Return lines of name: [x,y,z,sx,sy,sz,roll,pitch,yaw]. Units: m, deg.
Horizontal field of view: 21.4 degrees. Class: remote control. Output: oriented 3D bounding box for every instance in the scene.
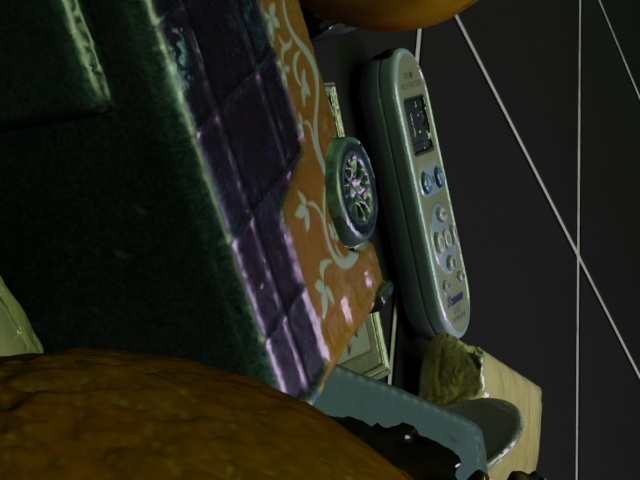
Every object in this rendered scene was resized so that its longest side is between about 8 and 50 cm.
remote control: [0.077,-0.036,1.389,0.087,0.047,0.244,-23,102,-64]

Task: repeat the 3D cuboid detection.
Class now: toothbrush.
toothbrush: [0.044,-0.191,1.402,0.030,0.030,0.297,68,23,-2]

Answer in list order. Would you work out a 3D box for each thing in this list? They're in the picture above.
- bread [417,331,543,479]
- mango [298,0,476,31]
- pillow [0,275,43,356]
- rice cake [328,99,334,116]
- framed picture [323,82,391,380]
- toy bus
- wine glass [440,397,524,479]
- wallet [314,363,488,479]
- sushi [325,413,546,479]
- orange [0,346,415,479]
bread: [0.134,0.161,1.408,0.178,0.060,0.139,31,61,-62]
mango: [0.045,-0.316,1.209,0.445,0.232,0.300,-76,144,-61]
pillow: [-0.184,0.023,0.715,0.208,0.053,0.119,63,31,-35]
rice cake: [-0.024,-0.134,1.196,0.121,0.022,0.021,63,15,-18]
framed picture: [0.000,0.000,1.230,0.173,0.010,0.231,-19,98,-67]
toy bus: [-0.092,-0.070,0.844,0.194,0.162,0.323,-55,133,-57]
wine glass: [0.123,0.230,1.243,0.196,0.165,0.165,66,25,-20]
wallet: [0.020,0.248,1.025,0.252,0.083,0.360,21,60,-41]
sushi: [0.032,0.219,0.869,0.213,0.200,0.204,-49,148,-65]
orange: [-0.063,0.206,0.595,0.357,0.322,0.322,52,34,-63]
